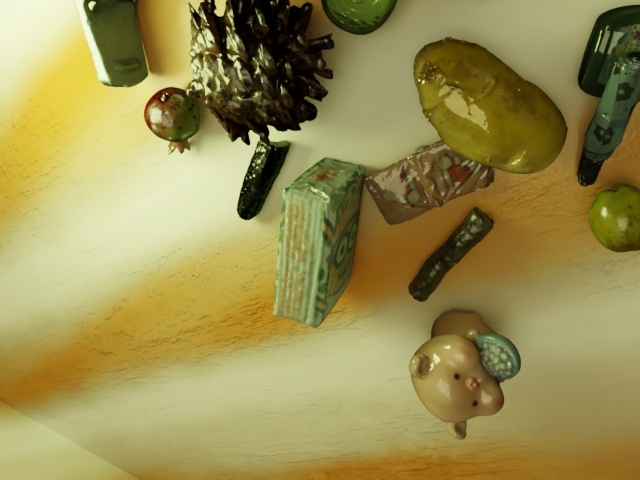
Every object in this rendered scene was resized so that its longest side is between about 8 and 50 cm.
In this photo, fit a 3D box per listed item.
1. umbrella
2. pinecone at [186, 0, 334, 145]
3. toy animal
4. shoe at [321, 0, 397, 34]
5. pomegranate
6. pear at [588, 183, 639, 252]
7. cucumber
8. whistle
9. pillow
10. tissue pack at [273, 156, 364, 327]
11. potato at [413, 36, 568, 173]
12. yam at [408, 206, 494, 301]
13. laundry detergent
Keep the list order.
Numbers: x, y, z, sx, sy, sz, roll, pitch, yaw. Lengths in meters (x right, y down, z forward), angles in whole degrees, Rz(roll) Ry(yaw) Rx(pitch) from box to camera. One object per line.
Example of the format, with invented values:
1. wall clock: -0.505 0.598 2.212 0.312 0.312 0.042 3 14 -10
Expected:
1. umbrella: 0.483 -0.193 0.756 0.053 0.052 0.251 -19 139 -5
2. pinecone: -0.115 -0.336 0.853 0.295 0.242 0.298 0 137 19
3. toy animal: 0.307 0.272 1.014 0.229 0.221 0.210 -37 98 5
4. shoe: 0.104 -0.480 0.760 0.140 0.128 0.262 34 139 12
5. pomegranate: -0.347 -0.282 1.059 0.129 0.129 0.159 45 150 -4
6. pear: 0.548 -0.037 0.821 0.107 0.107 0.132 -11 108 26
7. cucumber: -0.147 -0.140 1.073 0.074 0.074 0.241 32 125 4
8. whistle: -0.424 -0.531 0.925 0.188 0.168 0.405 33 123 3
9. pillow: 0.224 -0.130 0.939 0.248 0.049 0.135 -24 106 26
10. tissue pack: 0.000 0.000 0.992 0.127 0.228 0.311 14 119 16
11. potato: 0.286 -0.232 0.793 0.300 0.140 0.173 34 86 -5
12. yam: 0.280 0.037 0.998 0.061 0.061 0.253 34 124 3
13. laundry detergent: 0.542 -0.288 0.712 0.221 0.078 0.144 11 128 14
